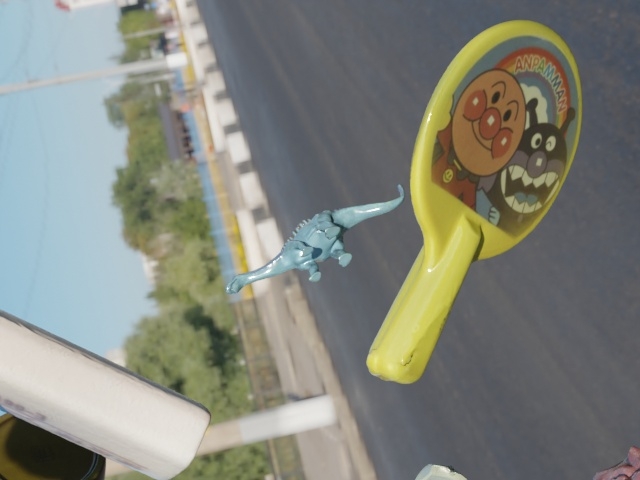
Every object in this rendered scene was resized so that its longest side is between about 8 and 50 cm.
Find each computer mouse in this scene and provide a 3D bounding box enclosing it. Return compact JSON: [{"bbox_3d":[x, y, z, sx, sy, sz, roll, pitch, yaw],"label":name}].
[{"bbox_3d":[0.162,0.312,1.498,0.110,0.056,0.032,117,176,-60],"label":"computer mouse"}]

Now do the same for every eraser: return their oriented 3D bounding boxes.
[{"bbox_3d":[-0.262,0.154,1.174,0.174,0.270,0.094,-25,41,66],"label":"eraser"}]

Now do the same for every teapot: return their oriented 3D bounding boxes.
[{"bbox_3d":[-0.402,0.368,1.624,0.267,0.186,0.175,56,142,44],"label":"teapot"}]

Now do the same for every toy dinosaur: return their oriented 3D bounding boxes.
[{"bbox_3d":[0.000,0.000,1.050,0.045,0.197,0.080,64,169,-22],"label":"toy dinosaur"}]

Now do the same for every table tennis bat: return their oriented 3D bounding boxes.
[{"bbox_3d":[0.142,-0.033,1.069,0.054,0.368,0.224,25,178,44],"label":"table tennis bat"}]

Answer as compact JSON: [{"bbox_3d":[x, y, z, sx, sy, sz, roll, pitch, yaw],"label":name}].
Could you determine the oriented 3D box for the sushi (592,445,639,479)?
[{"bbox_3d":[0.379,0.318,1.099,0.236,0.270,0.171,44,134,-5],"label":"sushi"}]
